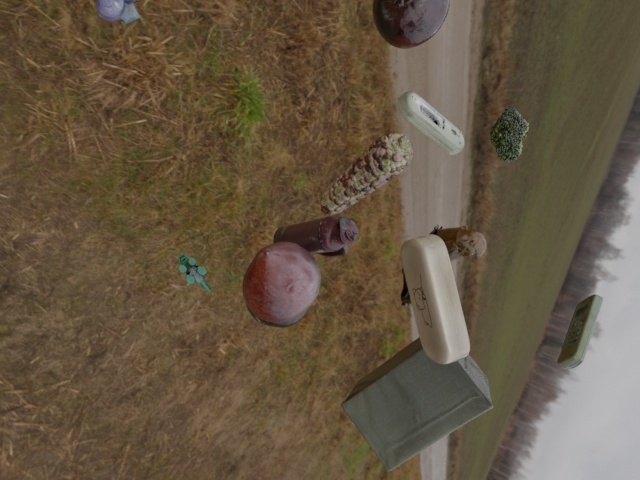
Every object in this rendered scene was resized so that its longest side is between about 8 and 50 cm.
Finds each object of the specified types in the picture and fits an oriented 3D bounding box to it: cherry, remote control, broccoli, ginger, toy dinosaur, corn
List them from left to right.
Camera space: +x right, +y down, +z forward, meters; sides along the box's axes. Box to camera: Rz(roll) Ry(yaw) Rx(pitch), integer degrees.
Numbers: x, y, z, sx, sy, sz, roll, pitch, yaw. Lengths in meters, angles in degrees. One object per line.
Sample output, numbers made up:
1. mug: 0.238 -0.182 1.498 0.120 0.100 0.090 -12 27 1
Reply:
1. toy dinosaur: -0.346 0.089 1.126 0.059 0.132 0.096 -39 -176 -14
2. cherry: -0.103 0.115 1.136 0.239 0.206 0.239 -38 176 -3
3. corn: 0.096 -0.149 0.946 0.092 0.280 0.092 21 54 -32
4. remote control: 0.278 -0.289 1.007 0.221 0.042 0.078 28 56 -25
5. ginger: 0.309 0.055 1.116 0.107 0.133 0.309 -21 159 -38
6. broccoli: 0.408 -0.226 0.883 0.095 0.097 0.092 -44 163 13
7. remote control: 0.756 0.264 1.189 0.233 0.038 0.098 -51 165 -25

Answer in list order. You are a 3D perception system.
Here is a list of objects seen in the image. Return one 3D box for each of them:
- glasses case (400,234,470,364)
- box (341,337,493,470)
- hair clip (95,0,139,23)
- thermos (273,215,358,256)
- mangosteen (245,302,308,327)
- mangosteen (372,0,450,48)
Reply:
1. glasses case: 0.176 0.090 0.634 0.050 0.083 0.196 -12 85 -19
2. box: 0.189 0.294 0.791 0.231 0.155 0.149 -42 167 15
3. hair clip: -0.343 -0.447 0.637 0.124 0.052 0.195 -35 125 -19
4. thermos: -0.007 0.000 1.288 0.109 0.330 0.136 -23 99 -41
5. mangosteen: -0.131 0.177 1.346 0.216 0.216 0.216 -34 134 -44
6. mangosteen: 0.293 -0.726 1.287 0.261 0.235 0.236 -16 121 -60
